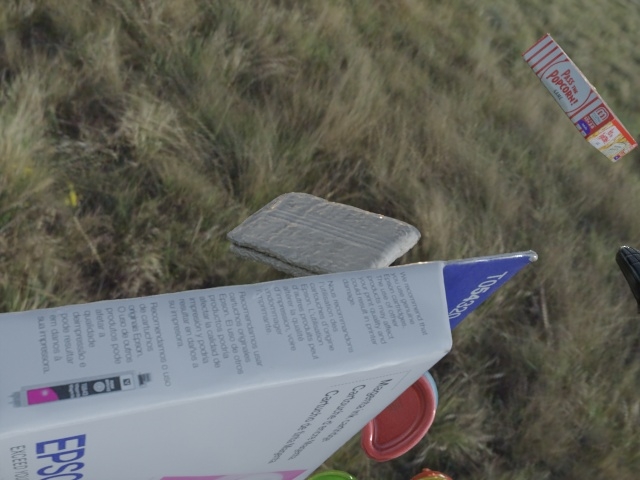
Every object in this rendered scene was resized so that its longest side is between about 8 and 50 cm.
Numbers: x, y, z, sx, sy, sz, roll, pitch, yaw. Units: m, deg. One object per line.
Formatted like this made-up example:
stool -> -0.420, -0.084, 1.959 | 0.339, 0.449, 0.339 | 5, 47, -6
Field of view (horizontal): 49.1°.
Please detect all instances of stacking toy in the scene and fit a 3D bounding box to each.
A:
stacking toy -> 0.086, 0.354, 1.148 | 0.130, 0.279, 0.309 | 13, 62, -80

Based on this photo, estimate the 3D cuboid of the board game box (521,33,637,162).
board game box -> 0.360, -0.189, 0.962 | 0.193, 0.045, 0.147 | 4, 52, -58

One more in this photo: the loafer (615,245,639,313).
loafer -> 0.461, 0.083, 0.977 | 0.062, 0.061, 0.170 | -2, 50, -25

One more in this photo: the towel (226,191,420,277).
towel -> 0.000, 0.000, 1.165 | 0.282, 0.049, 0.187 | 18, 40, 31

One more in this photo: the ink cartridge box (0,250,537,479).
ink cartridge box -> -0.052, 0.126, 0.488 | 0.330, 0.324, 0.072 | -5, 60, -22
